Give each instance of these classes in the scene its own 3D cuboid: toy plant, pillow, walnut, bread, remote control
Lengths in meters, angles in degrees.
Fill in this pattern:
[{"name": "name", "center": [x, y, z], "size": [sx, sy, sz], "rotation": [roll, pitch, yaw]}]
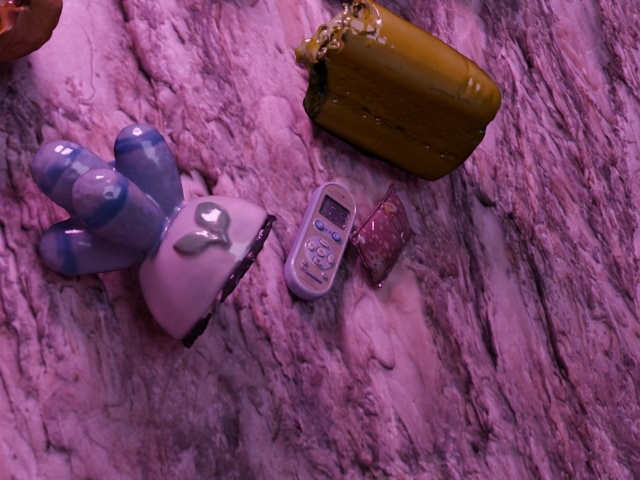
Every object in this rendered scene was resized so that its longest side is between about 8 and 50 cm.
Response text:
[{"name": "toy plant", "center": [-0.256, -0.030, 1.444], "size": [0.332, 0.247, 0.247], "rotation": [35, 48, -8]}, {"name": "pillow", "center": [0.111, -0.008, 1.827], "size": [0.185, 0.043, 0.118], "rotation": [-48, 116, -44]}, {"name": "walnut", "center": [-0.449, -0.346, 1.484], "size": [0.141, 0.204, 0.238], "rotation": [26, 54, -53]}, {"name": "bread", "center": [0.139, -0.278, 1.882], "size": [0.376, 0.251, 0.208], "rotation": [26, 35, -22]}, {"name": "remote control", "center": [0.000, 0.000, 1.735], "size": [0.087, 0.047, 0.244], "rotation": [33, 49, -15]}]
